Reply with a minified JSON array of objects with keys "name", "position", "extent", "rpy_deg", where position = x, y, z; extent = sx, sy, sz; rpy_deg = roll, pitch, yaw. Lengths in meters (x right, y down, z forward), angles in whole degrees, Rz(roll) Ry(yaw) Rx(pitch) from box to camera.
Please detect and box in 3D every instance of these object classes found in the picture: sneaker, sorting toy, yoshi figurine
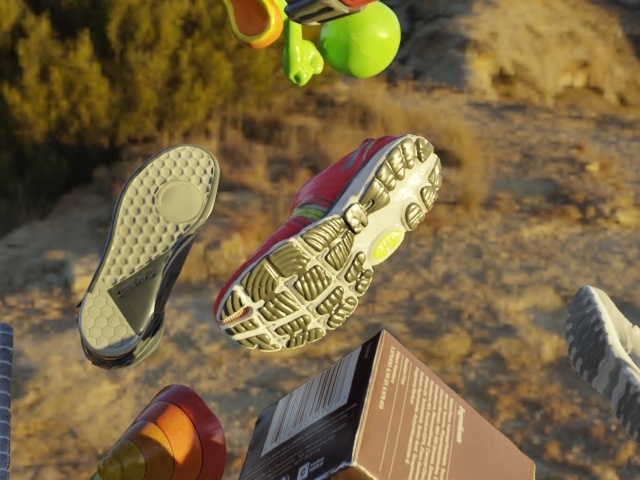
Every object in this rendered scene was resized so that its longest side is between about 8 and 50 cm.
[{"name":"sneaker","position":[-0.171,0.023,1.174],"extent":[0.086,0.226,0.163],"rpy_deg":[25,-19,1]},{"name":"sorting toy","position":[-0.243,0.307,1.308],"extent":[0.126,0.365,0.127],"rpy_deg":[-13,57,-51]},{"name":"yoshi figurine","position":[0.017,-0.289,1.498],"extent":[0.204,0.202,0.362],"rpy_deg":[11,9,16]},{"name":"sneaker","position":[0.000,0.000,1.157],"extent":[0.279,0.107,0.118],"rpy_deg":[-42,29,-20]},{"name":"sneaker","position":[0.453,0.182,1.735],"extent":[0.115,0.105,0.281],"rpy_deg":[-2,48,-26]}]

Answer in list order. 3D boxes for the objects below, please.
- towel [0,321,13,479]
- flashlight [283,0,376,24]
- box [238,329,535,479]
[{"name":"towel","position":[-0.399,0.178,1.076],"extent":[0.235,0.121,0.283],"rpy_deg":[8,50,-21]},{"name":"flashlight","position":[0.103,-0.244,0.864],"extent":[0.304,0.103,0.103],"rpy_deg":[-15,0,29]},{"name":"box","position":[0.054,0.224,1.029],"extent":[0.168,0.203,0.167],"rpy_deg":[-38,19,31]}]
